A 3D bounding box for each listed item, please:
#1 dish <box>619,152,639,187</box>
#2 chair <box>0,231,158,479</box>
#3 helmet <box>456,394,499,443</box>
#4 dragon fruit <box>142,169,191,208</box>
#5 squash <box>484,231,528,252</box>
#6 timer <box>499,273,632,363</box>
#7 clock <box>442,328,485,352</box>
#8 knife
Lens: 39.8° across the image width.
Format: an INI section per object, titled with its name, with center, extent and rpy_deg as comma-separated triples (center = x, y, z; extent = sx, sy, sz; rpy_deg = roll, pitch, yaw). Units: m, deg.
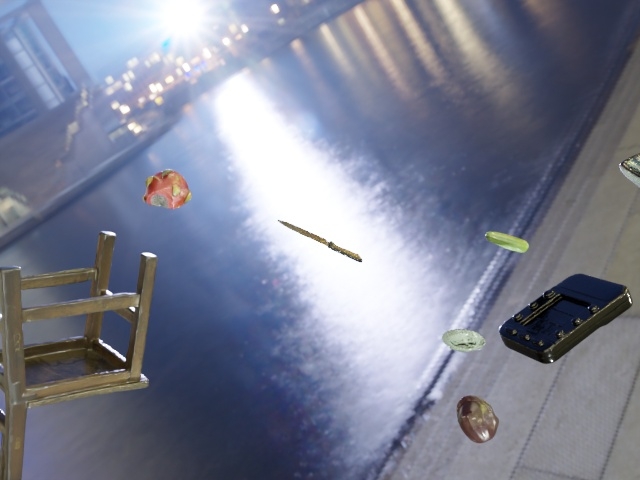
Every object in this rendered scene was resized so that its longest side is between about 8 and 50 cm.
[dish]
center = 0.550, -0.083, 1.172
extent = 0.243, 0.080, 0.182
rpy_deg = -24, 36, -12
[chair]
center = -0.411, 0.214, 1.404
extent = 0.240, 0.416, 0.203
rpy_deg = -6, 17, -38
[helmet]
center = 0.391, 0.457, 2.223
extent = 0.098, 0.123, 0.070
rpy_deg = -32, 14, 30
[dragon fruit]
center = -0.280, -0.095, 1.606
extent = 0.083, 0.060, 0.056
rpy_deg = 13, 24, 5
[squash]
center = 0.325, 0.001, 1.549
extent = 0.027, 0.089, 0.027
rpy_deg = -53, 26, 42
[timer]
center = 0.392, 0.127, 1.423
extent = 0.187, 0.055, 0.144
rpy_deg = -33, 19, -14
[clock]
center = 0.258, 0.181, 1.605
extent = 0.074, 0.083, 0.010
rpy_deg = -19, 48, 32
[knife]
center = 0.000, 0.000, 1.455
extent = 0.010, 0.170, 0.023
rpy_deg = -53, 28, 24
